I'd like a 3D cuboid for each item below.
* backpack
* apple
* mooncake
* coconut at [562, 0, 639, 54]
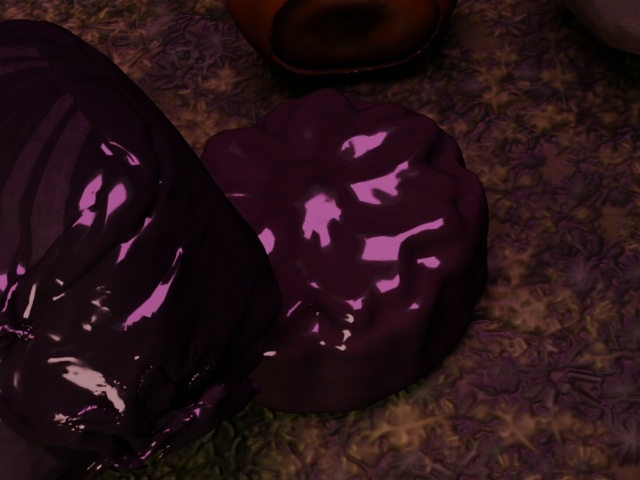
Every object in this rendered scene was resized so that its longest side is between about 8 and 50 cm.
[{"bbox_3d":[-0.261,0.078,0.895,0.445,0.255,0.363,-42,50,-1],"label":"backpack"},{"bbox_3d":[0.019,-0.265,1.154,0.236,0.237,0.208,2,71,13],"label":"apple"},{"bbox_3d":[0.000,0.000,1.003,0.282,0.141,0.283,-7,52,9],"label":"mooncake"},{"bbox_3d":[0.342,-0.305,1.080,0.297,0.297,0.309,31,63,29],"label":"coconut"}]
